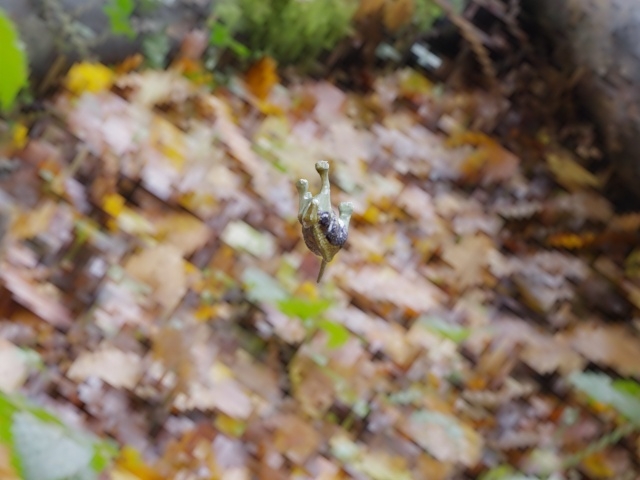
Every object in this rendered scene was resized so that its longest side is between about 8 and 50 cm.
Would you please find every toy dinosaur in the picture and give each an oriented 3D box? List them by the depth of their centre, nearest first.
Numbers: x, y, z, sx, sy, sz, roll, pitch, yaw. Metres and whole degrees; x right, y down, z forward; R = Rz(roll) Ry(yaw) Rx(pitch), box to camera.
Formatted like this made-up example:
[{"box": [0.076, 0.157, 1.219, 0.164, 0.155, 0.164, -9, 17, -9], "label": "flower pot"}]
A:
[{"box": [0.001, -0.015, 1.287, 0.037, 0.058, 0.180, 5, -14, 13], "label": "toy dinosaur"}]
